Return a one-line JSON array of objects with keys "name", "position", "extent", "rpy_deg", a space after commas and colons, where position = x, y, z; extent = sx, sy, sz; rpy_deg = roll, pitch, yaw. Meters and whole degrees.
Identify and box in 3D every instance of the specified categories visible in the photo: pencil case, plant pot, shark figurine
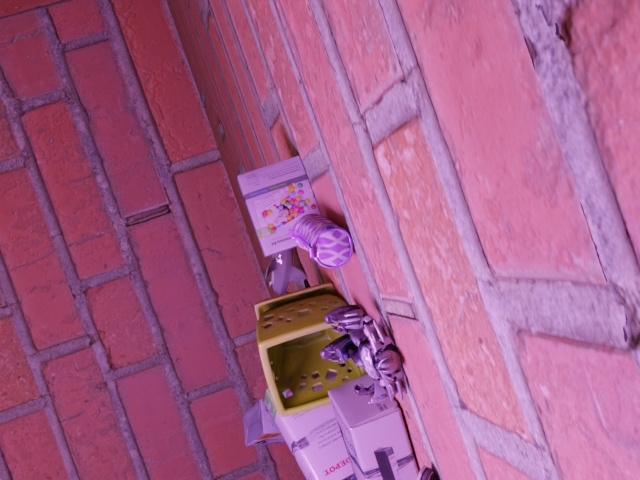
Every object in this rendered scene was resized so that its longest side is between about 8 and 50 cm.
[{"name": "pencil case", "position": [0.000, 0.000, 1.517], "extent": [0.206, 0.088, 0.086], "rpy_deg": [-144, 37, -75]}, {"name": "plant pot", "position": [-0.032, 0.237, 1.786], "extent": [0.207, 0.227, 0.228], "rpy_deg": [-115, 11, -58]}, {"name": "shark figurine", "position": [-0.091, 0.109, 2.243], "extent": [0.278, 0.116, 0.166], "rpy_deg": [92, -168, -45]}]

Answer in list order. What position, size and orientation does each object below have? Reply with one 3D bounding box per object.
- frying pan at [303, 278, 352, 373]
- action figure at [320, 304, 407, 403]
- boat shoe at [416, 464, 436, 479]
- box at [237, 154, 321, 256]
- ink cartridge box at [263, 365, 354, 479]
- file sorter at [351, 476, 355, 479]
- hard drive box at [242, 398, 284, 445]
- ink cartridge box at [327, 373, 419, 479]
[{"name": "frying pan", "position": [0.016, 0.249, 2.022], "extent": [0.197, 0.053, 0.325], "rpy_deg": [165, 86, -79]}, {"name": "action figure", "position": [0.081, 0.212, 1.464], "extent": [0.285, 0.099, 0.185], "rpy_deg": [-156, 56, -71]}, {"name": "boat shoe", "position": [0.220, 0.512, 1.443], "extent": [0.065, 0.075, 0.206], "rpy_deg": [6, 119, 31]}, {"name": "box", "position": [-0.083, -0.075, 1.664], "extent": [0.038, 0.145, 0.186], "rpy_deg": [139, 112, -81]}, {"name": "ink cartridge box", "position": [0.013, 0.449, 1.863], "extent": [0.272, 0.199, 0.114], "rpy_deg": [58, 158, 21]}, {"name": "file sorter", "position": [0.048, 0.581, 2.184], "extent": [0.118, 0.105, 0.170], "rpy_deg": [-123, 39, -56]}, {"name": "hard drive box", "position": [-0.069, 0.476, 2.026], "extent": [0.181, 0.232, 0.089], "rpy_deg": [129, 137, -59]}, {"name": "ink cartridge box", "position": [0.123, 0.451, 1.636], "extent": [0.197, 0.114, 0.272], "rpy_deg": [-137, 30, -72]}]
